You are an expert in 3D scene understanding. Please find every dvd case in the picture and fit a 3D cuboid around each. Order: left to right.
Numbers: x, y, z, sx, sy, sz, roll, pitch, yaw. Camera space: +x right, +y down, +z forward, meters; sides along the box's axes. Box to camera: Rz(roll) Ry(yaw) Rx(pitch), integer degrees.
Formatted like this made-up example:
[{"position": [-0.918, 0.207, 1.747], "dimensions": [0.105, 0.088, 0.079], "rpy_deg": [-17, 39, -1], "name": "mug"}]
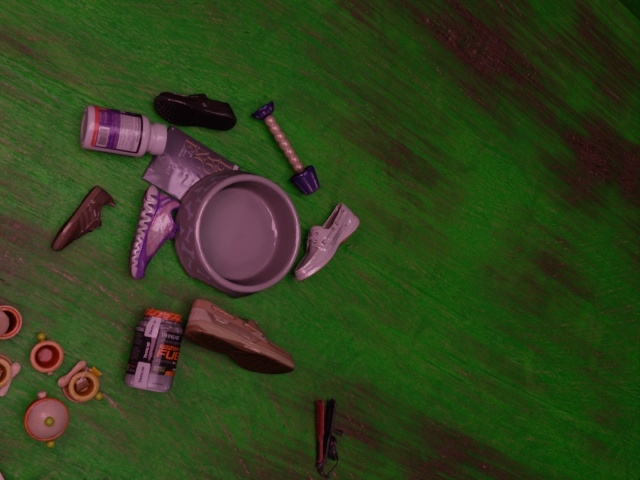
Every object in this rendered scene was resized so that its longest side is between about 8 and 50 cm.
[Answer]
[{"position": [-0.335, -0.177, 1.851], "dimensions": [0.221, 0.018, 0.165], "rpy_deg": [32, 72, -24], "name": "dvd case"}]

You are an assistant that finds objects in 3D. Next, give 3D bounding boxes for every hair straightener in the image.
[{"position": [0.032, 0.562, 1.988], "dimensions": [0.089, 0.047, 0.231], "rpy_deg": [1, 86, -29], "name": "hair straightener"}]

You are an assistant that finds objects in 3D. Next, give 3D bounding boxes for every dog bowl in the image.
[{"position": [-0.205, -0.018, 1.853], "dimensions": [0.348, 0.102, 0.349], "rpy_deg": [1, 88, -32], "name": "dog bowl"}]

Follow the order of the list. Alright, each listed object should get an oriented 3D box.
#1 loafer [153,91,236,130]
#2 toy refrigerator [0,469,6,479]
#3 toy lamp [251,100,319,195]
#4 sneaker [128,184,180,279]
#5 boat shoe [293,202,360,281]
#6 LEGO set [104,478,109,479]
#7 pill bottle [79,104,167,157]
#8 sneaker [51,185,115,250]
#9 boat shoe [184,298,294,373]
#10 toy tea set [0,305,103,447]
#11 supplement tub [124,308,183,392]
[{"position": [-0.330, -0.345, 1.844], "dimensions": [0.219, 0.080, 0.078], "rpy_deg": [12, 48, -27], "name": "loafer"}, {"position": [-0.712, 0.586, 1.538], "dimensions": [0.094, 0.102, 0.270], "rpy_deg": [-30, 102, -28], "name": "toy refrigerator"}, {"position": [-0.092, -0.251, 1.961], "dimensions": [0.080, 0.080, 0.275], "rpy_deg": [-39, 103, -26], "name": "toy lamp"}, {"position": [-0.410, -0.015, 1.750], "dimensions": [0.104, 0.095, 0.237], "rpy_deg": [17, 78, -22], "name": "sneaker"}, {"position": [0.000, 0.000, 1.987], "dimensions": [0.096, 0.098, 0.277], "rpy_deg": [51, 56, -16], "name": "boat shoe"}, {"position": [-0.580, 0.598, 1.620], "dimensions": [0.087, 0.093, 0.227], "rpy_deg": [-49, 145, 13], "name": "LEGO set"}, {"position": [-0.481, -0.262, 1.724], "dimensions": [0.193, 0.108, 0.108], "rpy_deg": [7, 83, -29], "name": "pill bottle"}, {"position": [-0.564, -0.042, 1.686], "dimensions": [0.071, 0.066, 0.188], "rpy_deg": [40, 69, -22], "name": "sneaker"}, {"position": [-0.196, 0.254, 1.840], "dimensions": [0.341, 0.121, 0.110], "rpy_deg": [34, 48, -35], "name": "boat shoe"}, {"position": [-0.650, 0.299, 1.579], "dimensions": [0.336, 0.124, 0.200], "rpy_deg": [47, 66, -18], "name": "toy tea set"}, {"position": [-0.404, 0.268, 1.725], "dimensions": [0.116, 0.117, 0.191], "rpy_deg": [15, 80, -28], "name": "supplement tub"}]
